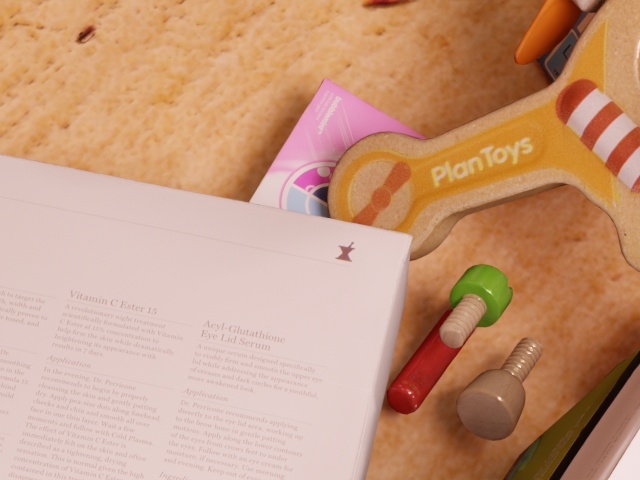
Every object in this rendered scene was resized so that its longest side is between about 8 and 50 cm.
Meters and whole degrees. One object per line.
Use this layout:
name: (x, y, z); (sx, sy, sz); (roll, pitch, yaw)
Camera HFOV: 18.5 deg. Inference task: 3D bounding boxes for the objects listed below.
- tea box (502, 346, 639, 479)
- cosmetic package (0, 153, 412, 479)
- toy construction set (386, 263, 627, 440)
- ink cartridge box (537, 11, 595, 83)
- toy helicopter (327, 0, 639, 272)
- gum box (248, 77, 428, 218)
tea box: (0.234, 0.239, 1.030); (0.329, 0.323, 0.220); (37, 63, 3)
cosmetic package: (-0.158, 0.098, 1.132); (0.377, 0.097, 0.284); (12, 61, 6)
toy construction set: (0.231, 0.074, 1.278); (0.308, 0.257, 0.237); (20, 41, 19)
ink cartridge box: (0.342, -0.206, 1.299); (0.270, 0.395, 0.151); (-29, 77, -25)
toy helicopter: (0.154, -0.085, 1.177); (0.140, 0.355, 0.235); (1, 71, -61)
gum box: (0.000, 0.000, 1.297); (0.107, 0.062, 0.188); (31, 62, 0)
